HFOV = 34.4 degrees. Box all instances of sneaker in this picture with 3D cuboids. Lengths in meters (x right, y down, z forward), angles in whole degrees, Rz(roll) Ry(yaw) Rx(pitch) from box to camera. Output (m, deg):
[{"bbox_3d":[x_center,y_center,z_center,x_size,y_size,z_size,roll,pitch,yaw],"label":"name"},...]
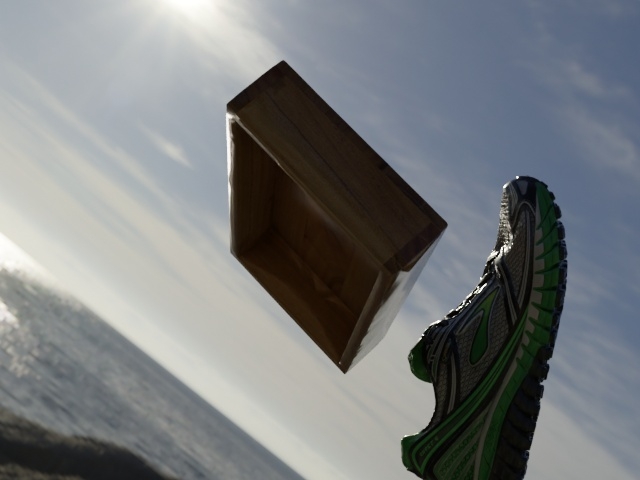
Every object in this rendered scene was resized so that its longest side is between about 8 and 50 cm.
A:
[{"bbox_3d":[0.168,0.093,1.060,0.146,0.344,0.134,13,-10,13],"label":"sneaker"}]

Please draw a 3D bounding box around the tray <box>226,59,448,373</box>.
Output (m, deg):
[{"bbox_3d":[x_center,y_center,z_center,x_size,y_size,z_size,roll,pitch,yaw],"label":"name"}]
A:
[{"bbox_3d":[0.000,0.000,1.043,0.203,0.076,0.411,46,-16,10],"label":"tray"}]
